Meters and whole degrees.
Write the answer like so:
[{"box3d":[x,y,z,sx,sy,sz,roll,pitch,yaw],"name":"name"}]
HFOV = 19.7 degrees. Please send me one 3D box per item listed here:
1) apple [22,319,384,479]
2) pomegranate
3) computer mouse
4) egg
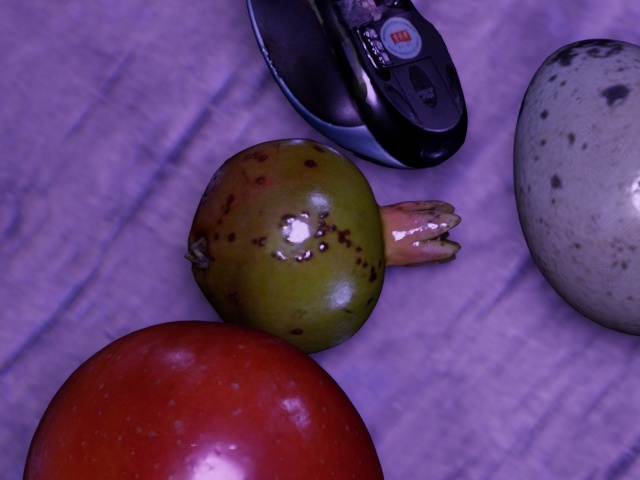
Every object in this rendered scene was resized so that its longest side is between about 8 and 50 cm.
[{"box3d":[-0.082,0.189,1.307,0.260,0.260,0.216,20,54,13],"name":"apple"},{"box3d":[0.000,0.000,1.363,0.205,0.159,0.159,-5,85,-9],"name":"pomegranate"},{"box3d":[0.018,-0.149,1.372,0.096,0.137,0.233,-31,82,28],"name":"computer mouse"},{"box3d":[0.220,-0.041,1.296,0.177,0.177,0.228,-31,68,9],"name":"egg"}]
